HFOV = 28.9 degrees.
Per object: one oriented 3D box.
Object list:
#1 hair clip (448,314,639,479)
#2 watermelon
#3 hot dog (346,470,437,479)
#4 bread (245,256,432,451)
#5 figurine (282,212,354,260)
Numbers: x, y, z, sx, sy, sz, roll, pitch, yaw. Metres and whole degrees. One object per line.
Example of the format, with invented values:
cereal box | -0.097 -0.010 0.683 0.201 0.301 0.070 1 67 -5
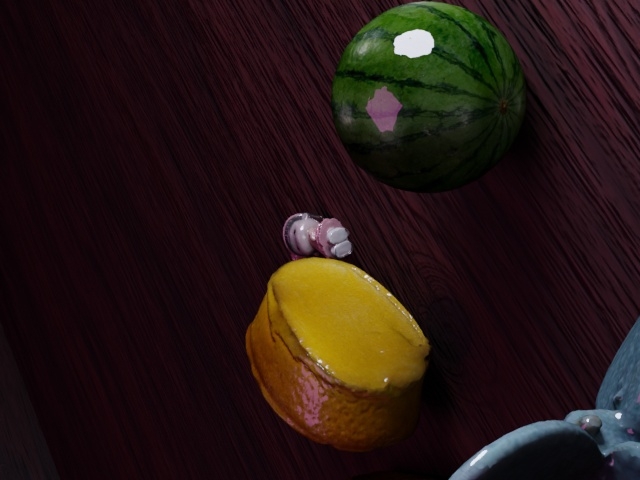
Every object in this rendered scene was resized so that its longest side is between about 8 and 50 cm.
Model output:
hair clip | 0.250 0.235 0.967 0.238 0.392 0.318 37 134 19
watermelon | 0.095 -0.138 1.208 0.215 0.188 0.188 11 113 47
hot dog | 0.087 0.362 1.511 0.257 0.153 0.150 -10 94 64
bread | 0.019 0.139 1.497 0.269 0.195 0.142 55 140 44
figurine | 0.000 0.000 1.628 0.129 0.054 0.072 8 124 54
